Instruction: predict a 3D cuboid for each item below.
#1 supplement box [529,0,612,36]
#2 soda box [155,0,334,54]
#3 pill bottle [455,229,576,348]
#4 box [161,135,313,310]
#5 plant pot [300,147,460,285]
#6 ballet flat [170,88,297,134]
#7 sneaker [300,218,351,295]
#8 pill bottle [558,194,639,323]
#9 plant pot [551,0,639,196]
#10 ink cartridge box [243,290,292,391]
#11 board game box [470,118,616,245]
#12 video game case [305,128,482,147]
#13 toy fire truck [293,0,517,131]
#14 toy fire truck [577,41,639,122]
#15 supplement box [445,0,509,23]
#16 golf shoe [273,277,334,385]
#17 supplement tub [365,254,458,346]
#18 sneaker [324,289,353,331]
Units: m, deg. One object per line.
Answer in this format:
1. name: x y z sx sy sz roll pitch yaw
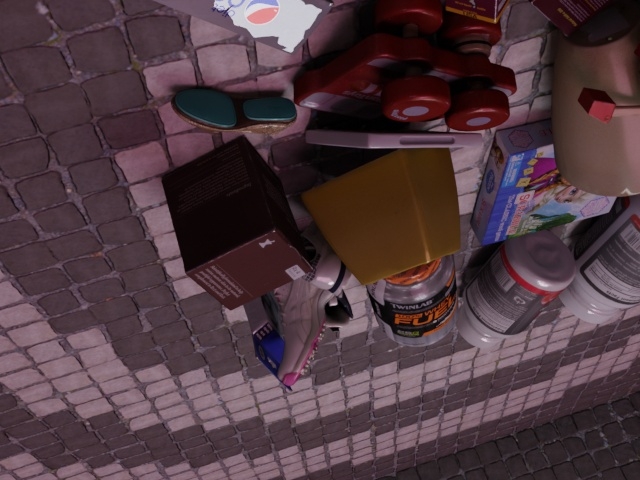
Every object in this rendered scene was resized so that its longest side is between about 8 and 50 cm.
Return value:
1. supplement box: 0.421 -0.427 1.234 0.239 0.073 0.130 -39 144 26
2. soda box: -0.126 -0.335 1.047 0.286 0.091 0.098 11 136 -41
3. pill bottle: 0.451 0.124 1.993 0.176 0.176 0.318 -2 144 -27
4. box: -0.141 -0.027 1.402 0.167 0.203 0.168 -26 147 8
5. plant pot: 0.127 -0.038 1.450 0.212 0.187 0.212 -22 176 30
6. ballet flat: -0.137 -0.190 1.290 0.206 0.073 0.067 2 157 -26
7. sneaker: 0.000 0.000 1.523 0.094 0.235 0.090 18 120 -16
8. pill bottle: 0.727 0.030 1.976 0.210 0.210 0.363 -3 145 -26
9. plant pot: 0.498 -0.260 1.405 0.256 0.256 0.274 -25 132 7
10. ink cartridge box: -0.104 0.173 1.709 0.045 0.224 0.223 -23 149 5
11. board game box: 0.491 -0.135 1.726 0.317 0.066 0.319 -15 148 -9
12. video game case: 0.114 -0.168 1.361 0.206 0.026 0.227 -3 -171 -25
13. toy fire truck: 0.140 -0.247 1.300 0.302 0.169 0.254 4 167 -36
14. toy fire truck: 0.508 -0.236 1.271 0.192 0.047 0.135 10 124 -15
15. supplement box: 0.221 -0.400 1.113 0.104 0.080 0.188 -60 158 -23
16. golf shoe: -0.043 0.130 1.641 0.140 0.306 0.115 19 163 2
17. supplement tub: 0.192 0.084 1.770 0.193 0.194 0.316 -21 148 1
18. sneaker: 0.006 0.149 1.801 0.094 0.153 0.235 -7 146 -19
